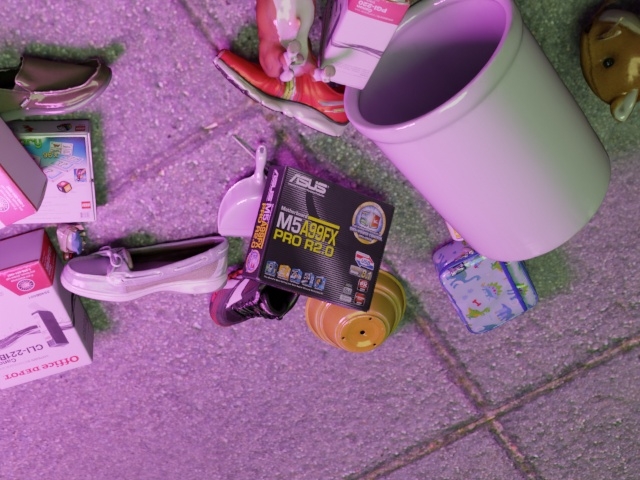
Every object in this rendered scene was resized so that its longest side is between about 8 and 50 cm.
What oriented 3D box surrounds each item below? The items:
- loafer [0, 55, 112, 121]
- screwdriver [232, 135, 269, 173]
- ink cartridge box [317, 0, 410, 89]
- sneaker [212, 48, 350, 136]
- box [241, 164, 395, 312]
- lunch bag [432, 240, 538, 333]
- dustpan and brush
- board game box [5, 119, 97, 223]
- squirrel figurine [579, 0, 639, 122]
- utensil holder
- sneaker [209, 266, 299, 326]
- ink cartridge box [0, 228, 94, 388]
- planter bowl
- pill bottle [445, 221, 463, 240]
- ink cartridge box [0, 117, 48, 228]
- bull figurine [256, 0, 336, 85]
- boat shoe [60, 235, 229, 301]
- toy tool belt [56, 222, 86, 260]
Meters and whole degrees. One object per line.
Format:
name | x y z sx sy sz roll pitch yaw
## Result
loafer | -0.477 -0.263 1.733 0.251 0.094 0.087 -14 130 1
screwdriver | -0.107 -0.139 1.929 0.024 0.025 0.170 -37 124 16
ink cartridge box | 0.070 -0.376 1.662 0.092 0.159 0.218 12 148 -11
sneaker | -0.058 -0.284 1.808 0.279 0.107 0.118 22 100 -26
box | 0.000 0.000 1.923 0.270 0.060 0.216 19 83 -35
lunch bag | 0.343 0.079 2.124 0.176 0.090 0.219 -27 126 6
dustpan and brush | -0.116 -0.092 1.932 0.147 0.060 0.211 1 144 -8
board game box | -0.562 -0.119 1.846 0.305 0.053 0.193 -2 126 -9
squirrel figurine | 0.660 -0.333 1.782 0.370 0.281 0.397 -37 120 24
utensil holder | 0.282 -0.195 1.780 0.327 0.328 0.385 -36 126 15
sneaker | -0.123 0.108 2.022 0.097 0.135 0.276 34 126 -31
ink cartridge box | -0.577 0.137 1.987 0.197 0.114 0.273 -16 127 1
planter bowl | 0.081 0.167 2.139 0.217 0.090 0.217 -5 126 -6
pill bottle | 0.270 -0.042 2.051 0.043 0.043 0.083 -23 126 7
ink cartridge box | -0.642 -0.095 1.737 0.283 0.117 0.207 -23 125 13
bull figurine | -0.053 -0.393 1.638 0.101 0.188 0.310 -16 116 -19
boat shoe | -0.334 0.045 1.970 0.320 0.118 0.103 -1 119 -14
toy tool belt | -0.468 0.004 1.952 0.051 0.052 0.083 -1 126 1
